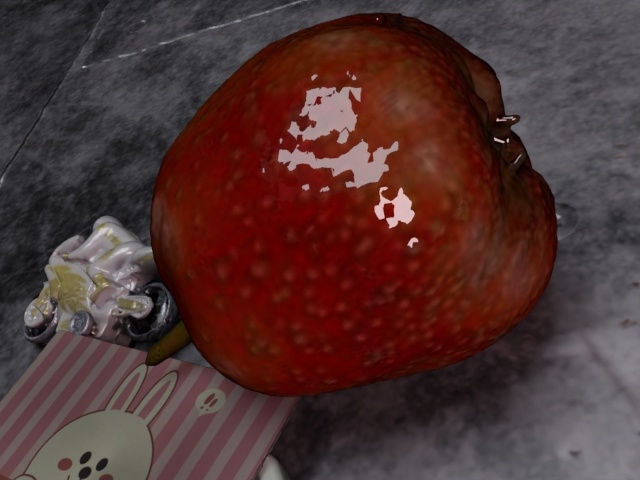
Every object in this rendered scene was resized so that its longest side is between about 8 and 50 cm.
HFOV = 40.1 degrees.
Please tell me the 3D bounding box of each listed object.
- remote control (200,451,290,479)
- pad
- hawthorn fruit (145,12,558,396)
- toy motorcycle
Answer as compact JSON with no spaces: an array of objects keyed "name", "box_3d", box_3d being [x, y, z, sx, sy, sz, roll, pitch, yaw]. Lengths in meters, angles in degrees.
[{"name":"remote control","box_3d":[-0.050,0.279,0.570,0.140,0.056,0.296,-30,38,2]},{"name":"pad","box_3d":[-0.179,0.172,0.714,0.299,0.005,0.202,8,51,36]},{"name":"hawthorn fruit","box_3d":[0.000,0.000,0.686,0.369,0.285,0.285,-38,37,12]},{"name":"toy motorcycle","box_3d":[-0.223,0.042,0.912,0.228,0.074,0.151,-6,61,36]}]
